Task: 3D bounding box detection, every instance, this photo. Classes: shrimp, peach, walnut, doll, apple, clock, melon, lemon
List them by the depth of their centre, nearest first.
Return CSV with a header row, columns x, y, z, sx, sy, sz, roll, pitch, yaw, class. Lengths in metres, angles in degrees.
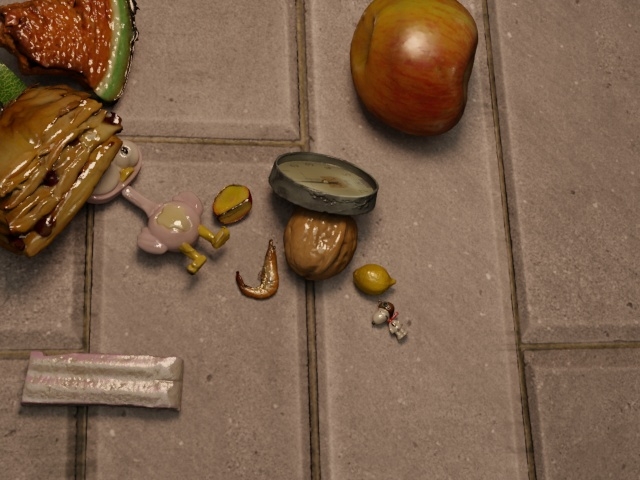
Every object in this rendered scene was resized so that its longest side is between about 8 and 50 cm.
x,y,z,sx,sy,sz,roll,pitch,yaw,class
-0.355,-0.082,1.751,0.365,0.094,0.160,41,69,2,doll
-0.678,-0.340,1.759,0.209,0.118,0.064,37,77,7,melon
0.000,0.000,1.766,0.166,0.149,0.167,-3,96,-28,walnut
0.008,-0.118,1.773,0.226,0.226,0.049,13,114,-6,clock
-0.124,0.056,1.788,0.091,0.025,0.127,11,75,-5,shrimp
-0.179,-0.070,1.799,0.077,0.050,0.083,13,61,18,peach
0.146,0.163,1.799,0.085,0.040,0.058,30,84,4,doll
0.110,0.080,1.803,0.092,0.065,0.065,12,73,-4,lemon
0.187,-0.380,1.839,0.301,0.301,0.302,3,74,-9,apple

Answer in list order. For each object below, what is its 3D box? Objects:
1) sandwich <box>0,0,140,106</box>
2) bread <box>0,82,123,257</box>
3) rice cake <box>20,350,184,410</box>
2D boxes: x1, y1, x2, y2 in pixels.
x,y,z,sx,sy,sz,roll,pitch,yaw,class
-0.530,-0.402,1.776,0.301,0.162,0.251,3,86,-40,sandwich
-0.552,-0.153,1.645,0.277,0.167,0.325,20,71,35,bread
-0.411,0.265,1.663,0.297,0.050,0.106,4,73,-9,rice cake
